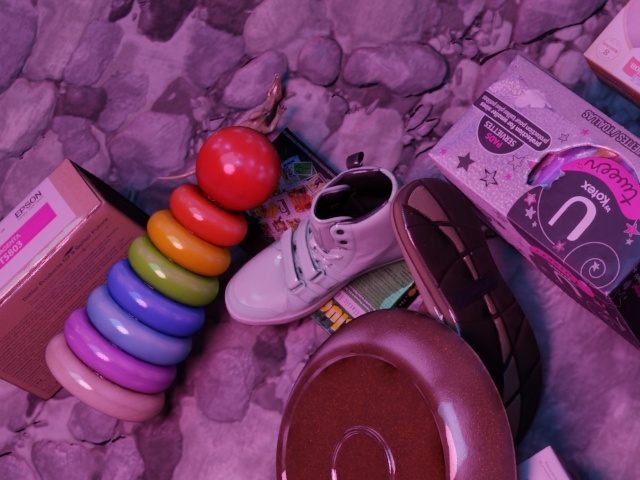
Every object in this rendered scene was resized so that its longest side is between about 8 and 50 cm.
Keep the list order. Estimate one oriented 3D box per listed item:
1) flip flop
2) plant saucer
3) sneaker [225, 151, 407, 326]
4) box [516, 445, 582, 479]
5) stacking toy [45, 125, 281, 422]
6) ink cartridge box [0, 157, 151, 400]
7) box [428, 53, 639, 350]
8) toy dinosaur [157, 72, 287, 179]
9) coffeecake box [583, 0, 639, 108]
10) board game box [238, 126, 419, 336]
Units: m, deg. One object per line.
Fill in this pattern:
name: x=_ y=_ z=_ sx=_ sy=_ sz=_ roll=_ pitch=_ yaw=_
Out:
flip flop: x=0.130 y=0.075 z=1.560 sx=0.080 sy=0.112 sz=0.277 roll=-22 pitch=91 yaw=54
plant saucer: x=0.053 y=0.219 z=1.520 sx=0.310 sy=0.050 sz=0.310 roll=-5 pitch=84 yaw=48
sneaker: x=-0.011 y=-0.003 z=1.633 sx=0.256 sy=0.151 sz=0.094 roll=-26 pitch=61 yaw=16
box: x=0.212 y=0.262 z=1.470 sx=0.087 sy=0.102 sz=0.101 roll=-34 pitch=59 yaw=7
stacking toy: x=-0.153 y=0.024 z=1.687 sx=0.141 sy=0.141 sz=0.330 roll=41 pitch=105 yaw=33
ink cartridge box: x=-0.289 y=0.047 z=1.758 sx=0.234 sy=0.193 sz=0.088 roll=-43 pitch=56 yaw=3
box: x=0.249 y=-0.035 z=1.541 sx=0.142 sy=0.163 sz=0.247 roll=-48 pitch=56 yaw=-2
toy dinosaur: x=-0.093 y=-0.110 z=1.805 sx=0.183 sy=0.053 sz=0.092 roll=-43 pitch=17 yaw=-6
coffeecake box: x=0.381 y=-0.207 z=1.608 sx=0.185 sy=0.068 sz=0.142 roll=-50 pitch=58 yaw=0
board game box: x=0.000 y=0.000 z=1.733 sx=0.136 sy=0.030 sz=0.259 roll=-46 pitch=57 yaw=0
